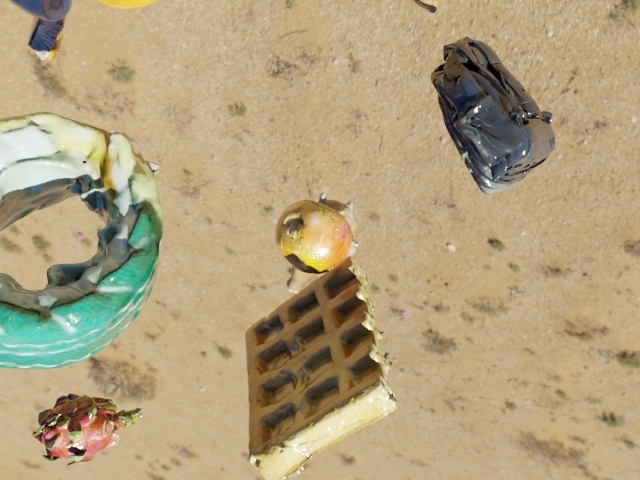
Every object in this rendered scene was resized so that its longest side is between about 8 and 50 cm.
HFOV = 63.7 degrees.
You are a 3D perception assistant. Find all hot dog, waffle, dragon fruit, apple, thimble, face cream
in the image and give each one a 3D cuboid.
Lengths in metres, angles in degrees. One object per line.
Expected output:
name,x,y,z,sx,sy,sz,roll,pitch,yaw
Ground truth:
hot dog,-0.601,-0.496,1.151,0.069,0.252,0.131,17,134,-35
waffle,-0.018,0.227,0.957,0.304,0.348,0.077,-35,125,17
dragon fruit,-0.494,0.397,1.109,0.137,0.135,0.236,7,-178,26
apple,-0.014,-0.002,0.970,0.147,0.146,0.146,13,139,12
thimble,-0.312,-0.003,0.600,0.254,0.288,0.167,31,146,-7
face cream,-0.479,-0.425,0.872,0.095,0.091,0.091,38,141,9

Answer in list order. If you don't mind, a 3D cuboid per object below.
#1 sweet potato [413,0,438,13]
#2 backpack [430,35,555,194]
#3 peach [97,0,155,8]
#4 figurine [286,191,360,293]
sweet potato,0.161,-0.503,0.918,0.065,0.051,0.218,-39,125,11
backpack,0.283,-0.220,0.856,0.133,0.206,0.258,-39,75,42
peach,-0.366,-0.584,0.959,0.289,0.307,0.288,-4,133,-4
figurine,0.005,-0.003,1.353,0.177,0.173,0.247,0,135,-14
